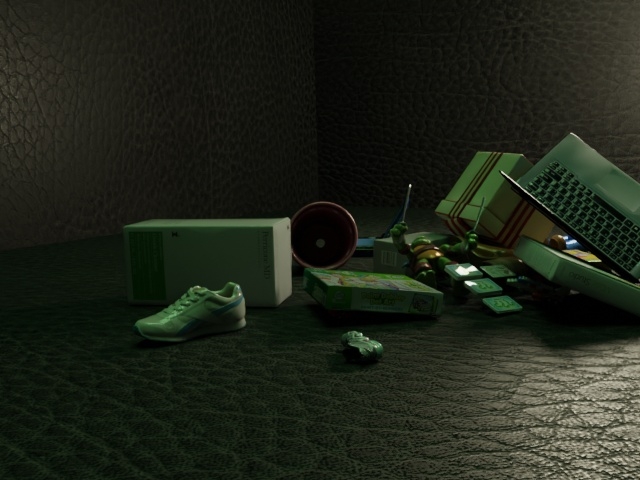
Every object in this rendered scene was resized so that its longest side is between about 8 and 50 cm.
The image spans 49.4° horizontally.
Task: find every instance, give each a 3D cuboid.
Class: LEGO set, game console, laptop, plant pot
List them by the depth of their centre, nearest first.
[{"bbox_3d":[0.424,0.083,1.533,0.244,0.060,0.182,-2,30,-32],"label":"LEGO set"},{"bbox_3d":[0.668,-0.099,1.662,0.408,0.382,0.236,-40,-20,-21],"label":"laptop"},{"bbox_3d":[0.000,0.000,2.027,0.201,0.201,0.180,-2,-8,-4],"label":"plant pot"},{"bbox_3d":[0.174,-0.052,2.362,0.250,0.173,0.293,0,7,8],"label":"game console"}]

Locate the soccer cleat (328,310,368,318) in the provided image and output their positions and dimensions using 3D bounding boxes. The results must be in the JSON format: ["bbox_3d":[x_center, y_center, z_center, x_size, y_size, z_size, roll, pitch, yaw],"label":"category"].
[{"bbox_3d":[0.057,0.149,1.447,0.083,0.029,0.035,1,-1,-6],"label":"soccer cleat"}]

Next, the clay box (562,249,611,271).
[{"bbox_3d":[0.666,0.066,1.826,0.127,0.053,0.222,-3,7,-6],"label":"clay box"}]

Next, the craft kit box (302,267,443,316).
[{"bbox_3d":[0.104,0.109,1.502,0.247,0.061,0.250,7,4,-14],"label":"craft kit box"}]

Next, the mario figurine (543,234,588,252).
[{"bbox_3d":[0.801,-0.037,2.093,0.321,0.170,0.198,-13,45,-20],"label":"mario figurine"}]

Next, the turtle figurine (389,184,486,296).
[{"bbox_3d":[0.279,0.005,1.687,0.198,0.274,0.266,30,22,-20],"label":"turtle figurine"}]

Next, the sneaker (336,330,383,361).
[{"bbox_3d":[0.050,0.180,1.167,0.069,0.038,0.098,-7,9,-37],"label":"sneaker"}]

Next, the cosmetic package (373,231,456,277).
[{"bbox_3d":[0.270,0.037,1.958,0.238,0.107,0.127,-5,9,-42],"label":"cosmetic package"}]

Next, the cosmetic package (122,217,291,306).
[{"bbox_3d":[-0.260,0.048,1.641,0.366,0.197,0.155,-1,8,14],"label":"cosmetic package"}]

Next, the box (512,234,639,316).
[{"bbox_3d":[0.558,0.074,1.472,0.232,0.058,0.322,22,10,-1],"label":"box"}]

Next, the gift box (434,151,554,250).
[{"bbox_3d":[0.500,-0.078,1.970,0.255,0.258,0.276,37,-6,-16],"label":"gift box"}]

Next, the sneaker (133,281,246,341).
[{"bbox_3d":[-0.252,0.139,1.342,0.229,0.092,0.087,-9,12,-37],"label":"sneaker"}]

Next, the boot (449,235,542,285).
[{"bbox_3d":[0.479,0.045,1.796,0.220,0.109,0.283,-6,11,-18],"label":"boot"}]
